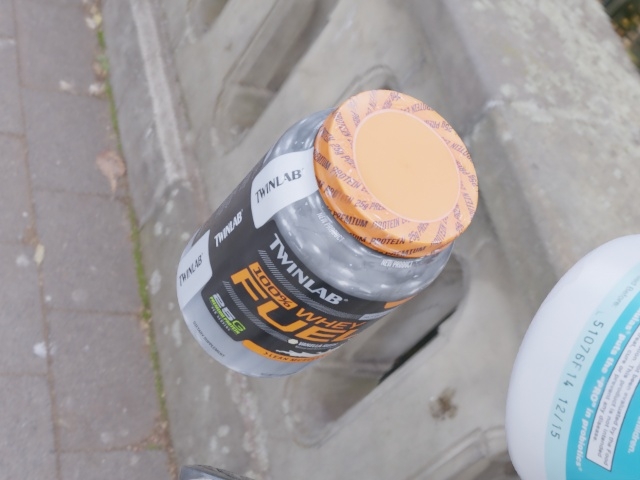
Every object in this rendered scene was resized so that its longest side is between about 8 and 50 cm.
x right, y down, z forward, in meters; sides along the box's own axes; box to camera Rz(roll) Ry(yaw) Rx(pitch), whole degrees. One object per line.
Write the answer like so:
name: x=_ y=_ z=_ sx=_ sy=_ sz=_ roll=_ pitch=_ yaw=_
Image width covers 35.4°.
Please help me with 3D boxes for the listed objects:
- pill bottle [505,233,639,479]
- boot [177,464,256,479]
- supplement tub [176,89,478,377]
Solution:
pill bottle: x=0.219 y=0.101 z=0.421 sx=0.146 sy=0.146 sz=0.264 roll=-6 pitch=21 yaw=-39
boot: x=-0.036 y=0.442 z=1.115 sx=0.377 sy=0.138 sz=0.284 roll=21 pitch=81 yaw=10
supplement tub: x=0.000 y=0.000 z=0.586 sx=0.117 sy=0.190 sz=0.117 roll=14 pitch=59 yaw=-24
